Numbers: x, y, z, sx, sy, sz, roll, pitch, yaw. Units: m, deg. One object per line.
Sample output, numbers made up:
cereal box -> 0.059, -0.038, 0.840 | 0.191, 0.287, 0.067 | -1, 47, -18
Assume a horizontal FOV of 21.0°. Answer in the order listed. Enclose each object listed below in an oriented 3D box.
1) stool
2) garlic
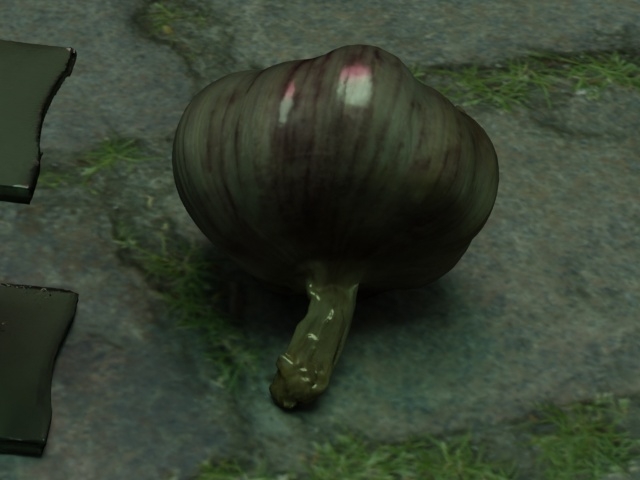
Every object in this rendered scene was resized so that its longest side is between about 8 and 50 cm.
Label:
stool -> -0.310, -0.006, 1.185 | 0.270, 0.243, 0.170 | 6, 41, -1
garlic -> 0.000, 0.000, 1.281 | 0.245, 0.245, 0.253 | 9, 72, 2
